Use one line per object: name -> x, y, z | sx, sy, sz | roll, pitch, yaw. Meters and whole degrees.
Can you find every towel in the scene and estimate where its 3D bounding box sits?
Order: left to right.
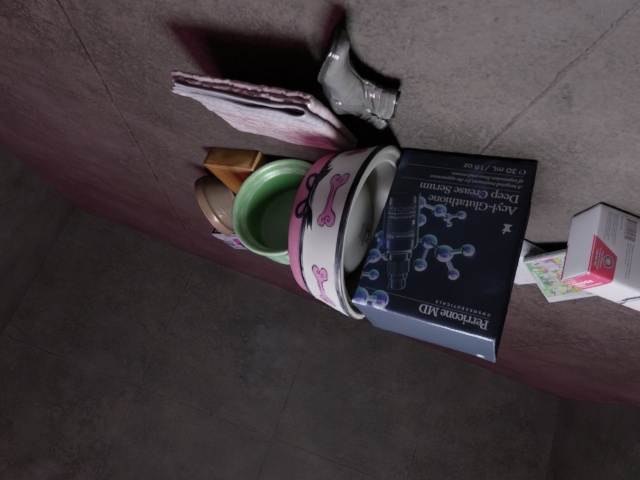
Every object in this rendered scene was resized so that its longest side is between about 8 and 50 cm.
towel -> -0.111, -0.275, 0.971 | 0.331, 0.053, 0.317 | 17, -176, 19

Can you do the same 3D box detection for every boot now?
boot -> 0.080, -0.297, 0.822 | 0.161, 0.083, 0.246 | 17, 171, 0

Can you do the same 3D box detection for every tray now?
tray -> -0.201, -0.168, 1.520 | 0.202, 0.076, 0.411 | 11, 159, 30

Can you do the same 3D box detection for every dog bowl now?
dog bowl -> 0.073, -0.029, 1.035 | 0.150, 0.408, 0.408 | 12, 160, 26

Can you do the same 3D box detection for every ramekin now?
ramekin -> -0.095, -0.076, 1.295 | 0.303, 0.303, 0.148 | 14, 164, 23

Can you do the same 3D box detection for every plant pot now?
plant pot -> -0.346, -0.146, 1.602 | 0.109, 0.237, 0.237 | -26, 147, 11

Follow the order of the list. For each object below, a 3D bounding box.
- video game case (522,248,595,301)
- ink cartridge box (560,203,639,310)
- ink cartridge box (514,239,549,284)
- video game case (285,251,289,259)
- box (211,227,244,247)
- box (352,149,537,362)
video game case -> 0.695, 0.094, 1.199 | 0.193, 0.023, 0.212 | -18, 131, 38
ink cartridge box -> 0.684, 0.047, 0.966 | 0.237, 0.172, 0.100 | 21, 163, 0
ink cartridge box -> 0.616, 0.073, 1.338 | 0.189, 0.066, 0.232 | 24, 171, -9
video game case -> 0.009, 0.009, 1.193 | 0.023, 0.183, 0.201 | 39, 177, 30
box -> -0.310, -0.057, 1.820 | 0.247, 0.163, 0.142 | 1, 152, 48
box -> 0.288, 0.025, 0.988 | 0.293, 0.395, 0.212 | 12, 161, 26
